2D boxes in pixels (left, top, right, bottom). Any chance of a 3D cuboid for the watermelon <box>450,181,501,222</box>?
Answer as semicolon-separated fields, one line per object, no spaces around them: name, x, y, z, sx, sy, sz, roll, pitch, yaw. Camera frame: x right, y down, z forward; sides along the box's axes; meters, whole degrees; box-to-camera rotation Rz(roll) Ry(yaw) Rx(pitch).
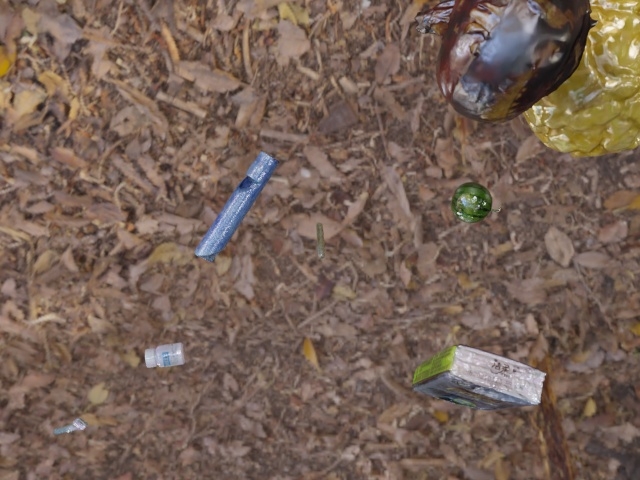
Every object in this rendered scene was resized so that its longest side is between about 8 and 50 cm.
watermelon;0.363;-0.088;1.683;0.109;0.109;0.109;3;133;3

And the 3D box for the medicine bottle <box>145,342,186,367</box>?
medicine bottle;-0.364;0.271;1.663;0.089;0.052;0.052;-7;133;-5

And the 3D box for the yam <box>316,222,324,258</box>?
yam;0.000;0.000;1.879;0.021;0.116;0.021;-3;140;-2

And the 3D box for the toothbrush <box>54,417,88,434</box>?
toothbrush;-0.317;0.234;0.890;0.014;0.011;0.167;47;147;-9

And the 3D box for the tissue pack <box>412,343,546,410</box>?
tissue pack;0.285;0.259;1.308;0.173;0.073;0.235;18;161;-4

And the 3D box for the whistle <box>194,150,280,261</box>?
whistle;-0.205;-0.081;1.748;0.062;0.062;0.304;33;91;-23

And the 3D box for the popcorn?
popcorn;0.554;-0.367;1.423;0.344;0.354;0.390;-13;115;45

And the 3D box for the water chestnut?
water chestnut;0.292;-0.343;1.174;0.300;0.300;0.300;3;133;3
